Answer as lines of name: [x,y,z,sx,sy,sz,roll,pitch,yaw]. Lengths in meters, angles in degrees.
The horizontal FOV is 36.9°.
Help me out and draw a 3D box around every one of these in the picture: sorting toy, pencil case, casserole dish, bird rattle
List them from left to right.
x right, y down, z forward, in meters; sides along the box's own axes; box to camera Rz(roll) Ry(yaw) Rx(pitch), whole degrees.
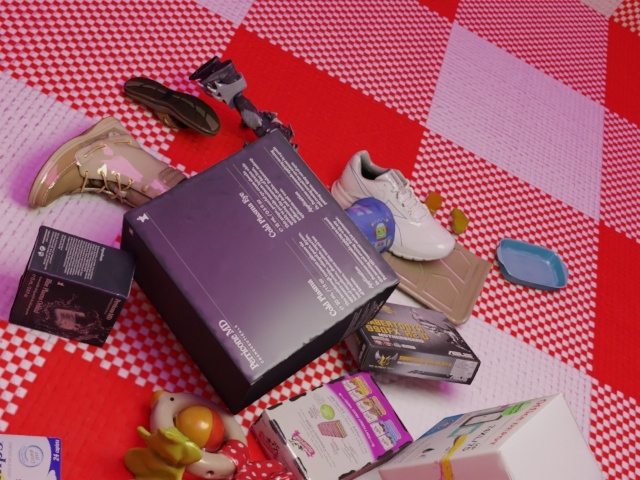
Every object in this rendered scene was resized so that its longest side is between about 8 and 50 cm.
bird rattle: [-0.173,0.312,1.478,0.253,0.143,0.207,12,32,-26]
pencil case: [0.000,0.000,1.845,0.306,0.133,0.119,-16,108,-38]
sorting toy: [0.245,0.029,2.026,0.229,0.041,0.307,31,44,2]
casserole dish: [0.463,0.059,2.126,0.188,0.037,0.114,13,48,-22]

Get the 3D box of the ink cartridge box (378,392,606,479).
ink cartridge box: [0.278,0.391,1.532,0.198,0.270,0.197,-26,91,-43]

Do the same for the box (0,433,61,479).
box: [-0.434,0.341,1.329,0.137,0.072,0.126,8,49,-24]

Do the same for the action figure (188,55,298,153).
action figure: [-0.137,-0.247,1.956,0.285,0.099,0.185,48,7,-27]

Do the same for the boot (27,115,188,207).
boot: [-0.376,-0.098,1.724,0.203,0.095,0.262,38,40,1]

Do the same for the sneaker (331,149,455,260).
sneaker: [0.150,-0.068,1.951,0.297,0.129,0.111,35,44,18]

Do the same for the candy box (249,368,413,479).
candy box: [0.021,0.325,1.612,0.233,0.071,0.159,-15,63,-40]

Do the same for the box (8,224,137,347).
box: [-0.392,0.076,1.518,0.158,0.156,0.093,18,47,-17]

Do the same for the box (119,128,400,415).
box: [-0.107,0.047,1.584,0.312,0.179,0.343,-32,75,-26]

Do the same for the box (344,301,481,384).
box: [0.156,0.182,1.773,0.231,0.056,0.183,12,23,-22]

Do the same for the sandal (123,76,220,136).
sandal: [-0.300,-0.260,1.934,0.219,0.060,0.090,23,37,6]
